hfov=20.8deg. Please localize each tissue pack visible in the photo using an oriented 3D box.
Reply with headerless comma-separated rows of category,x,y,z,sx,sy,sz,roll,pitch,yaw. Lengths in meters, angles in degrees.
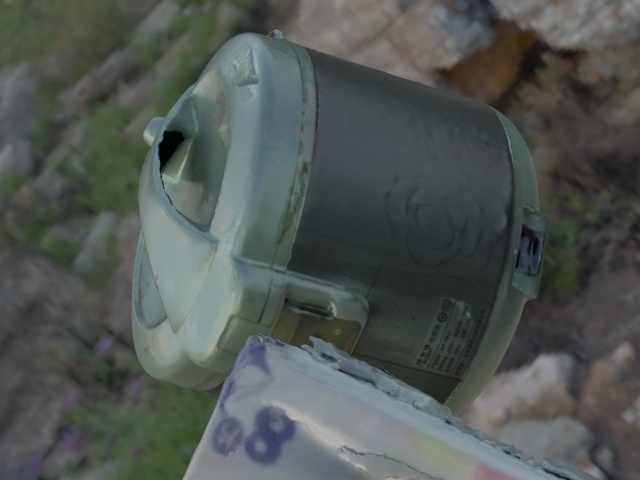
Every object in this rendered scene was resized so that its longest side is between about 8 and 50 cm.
tissue pack,0.005,0.238,0.791,0.242,0.125,0.344,26,85,21

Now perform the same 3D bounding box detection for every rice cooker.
rice cooker,-0.003,0.001,1.315,0.288,0.277,0.288,-166,90,-69
